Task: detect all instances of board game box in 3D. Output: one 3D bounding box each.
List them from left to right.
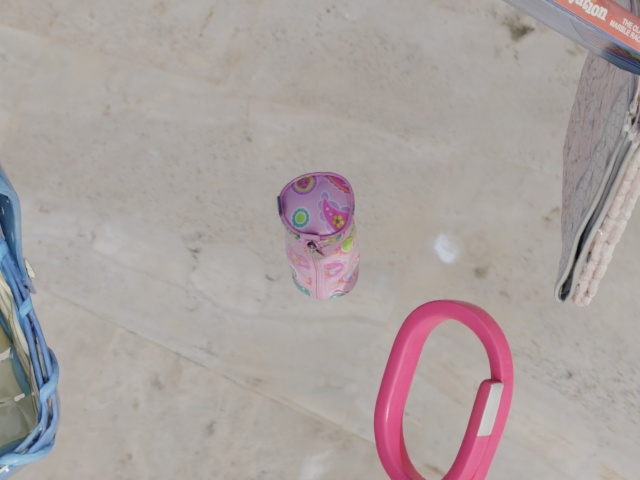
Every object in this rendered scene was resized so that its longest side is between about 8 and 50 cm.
[{"bbox_3d":[0.220,-0.191,0.821,0.027,0.281,0.145,-63,33,12],"label":"board game box"}]

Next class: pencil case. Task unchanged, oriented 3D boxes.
[{"bbox_3d":[0.000,0.000,1.509,0.124,0.284,0.124,-1,68,2],"label":"pencil case"}]

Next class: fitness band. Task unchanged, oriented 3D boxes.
[{"bbox_3d":[0.170,0.226,1.367,0.209,0.054,0.290,33,111,50],"label":"fitness band"}]

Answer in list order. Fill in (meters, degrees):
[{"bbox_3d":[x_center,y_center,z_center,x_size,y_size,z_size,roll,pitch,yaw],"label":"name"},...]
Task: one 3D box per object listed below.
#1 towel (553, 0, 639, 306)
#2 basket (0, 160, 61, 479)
[{"bbox_3d":[0.346,-0.131,1.180,0.053,0.331,0.317,10,52,5],"label":"towel"},{"bbox_3d":[-0.254,0.061,0.448,0.255,0.289,0.201,-24,82,-17],"label":"basket"}]
